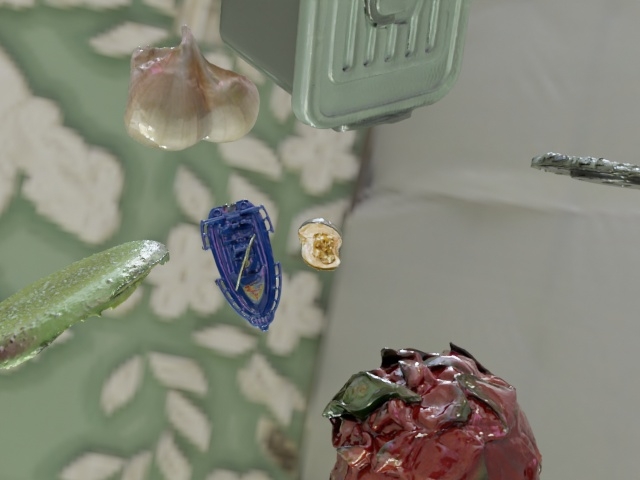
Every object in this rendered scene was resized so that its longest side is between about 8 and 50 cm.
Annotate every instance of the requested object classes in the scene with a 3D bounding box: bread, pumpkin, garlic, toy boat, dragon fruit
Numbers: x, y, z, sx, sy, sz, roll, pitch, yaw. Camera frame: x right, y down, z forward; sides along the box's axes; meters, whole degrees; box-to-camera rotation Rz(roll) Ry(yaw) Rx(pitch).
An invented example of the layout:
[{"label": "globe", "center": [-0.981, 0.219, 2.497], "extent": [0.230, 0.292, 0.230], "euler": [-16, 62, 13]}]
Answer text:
[{"label": "bread", "center": [-0.298, 0.076, 2.079], "extent": [0.045, 0.301, 0.301], "euler": [60, -11, -11]}, {"label": "pumpkin", "center": [0.001, -0.001, 2.133], "extent": [0.083, 0.050, 0.028], "euler": [94, 9, -47]}, {"label": "garlic", "center": [-0.137, -0.155, 2.016], "extent": [0.099, 0.175, 0.124], "euler": [-18, -105, 53]}, {"label": "toy boat", "center": [-0.092, 0.027, 2.306], "extent": [0.110, 0.091, 0.175], "euler": [88, -14, -73]}, {"label": "dragon fruit", "center": [0.134, 0.234, 1.968], "extent": [0.234, 0.293, 0.233], "euler": [-23, -137, 24]}]

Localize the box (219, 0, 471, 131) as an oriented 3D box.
[{"label": "box", "center": [0.017, -0.217, 1.407], "extent": [0.135, 0.163, 0.243], "euler": [35, -49, 41]}]

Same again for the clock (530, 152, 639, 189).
[{"label": "clock", "center": [0.140, -0.030, 0.885], "extent": [0.074, 0.083, 0.010], "euler": [175, -76, -83]}]
